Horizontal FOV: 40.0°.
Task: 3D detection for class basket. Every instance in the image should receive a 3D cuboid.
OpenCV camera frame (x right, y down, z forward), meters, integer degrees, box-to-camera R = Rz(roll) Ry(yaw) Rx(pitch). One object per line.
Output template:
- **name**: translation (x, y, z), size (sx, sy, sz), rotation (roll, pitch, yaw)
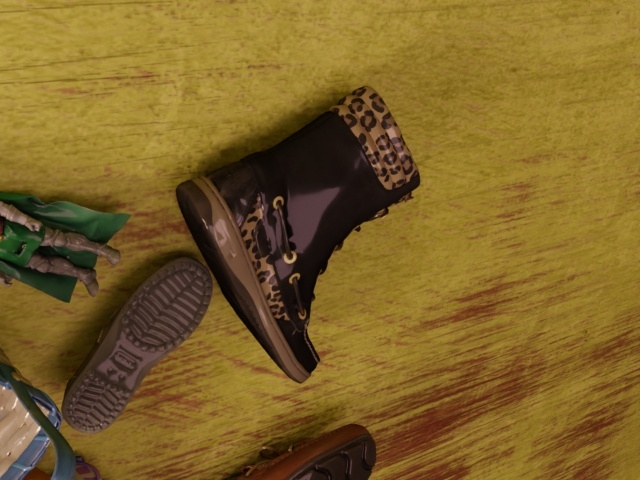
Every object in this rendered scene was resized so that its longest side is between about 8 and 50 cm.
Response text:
- **basket**: translation (-0.386, 0.235, 0.891), size (0.255, 0.289, 0.201), rotation (-50, 144, -1)

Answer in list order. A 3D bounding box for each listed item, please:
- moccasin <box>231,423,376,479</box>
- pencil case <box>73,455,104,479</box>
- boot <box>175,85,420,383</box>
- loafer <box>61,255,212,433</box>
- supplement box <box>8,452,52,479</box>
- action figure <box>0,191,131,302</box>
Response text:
- **moccasin**: translation (-0.083, 0.407, 1.405), size (0.380, 0.147, 0.139), rotation (-33, 122, -10)
- **pencil case**: translation (-0.318, 0.393, 1.228), size (0.088, 0.086, 0.206), rotation (-8, 132, 8)
- **boot**: translation (0.000, 0.000, 1.157), size (0.284, 0.138, 0.377), rotation (-36, 132, -13)
- **loafer**: translation (-0.236, 0.120, 1.098), size (0.094, 0.087, 0.251), rotation (46, 75, -23)
- **supplement box**: translation (-0.407, 0.393, 1.069), size (0.191, 0.129, 0.194), rotation (-45, 145, -40)
- **action figure**: translation (-0.329, -0.002, 0.935), size (0.232, 0.063, 0.137), rotation (22, 109, -43)
